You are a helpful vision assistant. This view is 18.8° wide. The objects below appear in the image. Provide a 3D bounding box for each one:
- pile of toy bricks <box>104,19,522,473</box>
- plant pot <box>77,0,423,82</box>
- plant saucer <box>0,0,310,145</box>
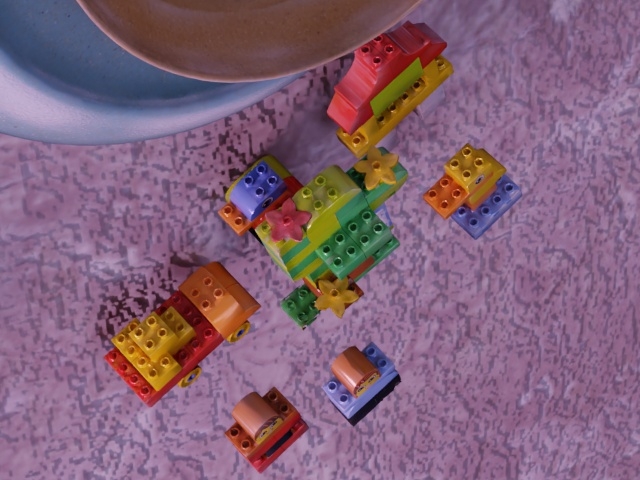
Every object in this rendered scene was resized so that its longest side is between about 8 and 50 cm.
[{"bbox_3d":[0.000,0.000,0.861,0.212,0.118,0.105,-43,158,-6],"label":"pile of toy bricks"},{"bbox_3d":[-0.009,-0.172,0.732,0.236,0.032,0.236,-23,134,-26],"label":"plant pot"},{"bbox_3d":[-0.047,-0.169,0.759,0.317,0.043,0.318,-23,134,-27],"label":"plant saucer"}]
